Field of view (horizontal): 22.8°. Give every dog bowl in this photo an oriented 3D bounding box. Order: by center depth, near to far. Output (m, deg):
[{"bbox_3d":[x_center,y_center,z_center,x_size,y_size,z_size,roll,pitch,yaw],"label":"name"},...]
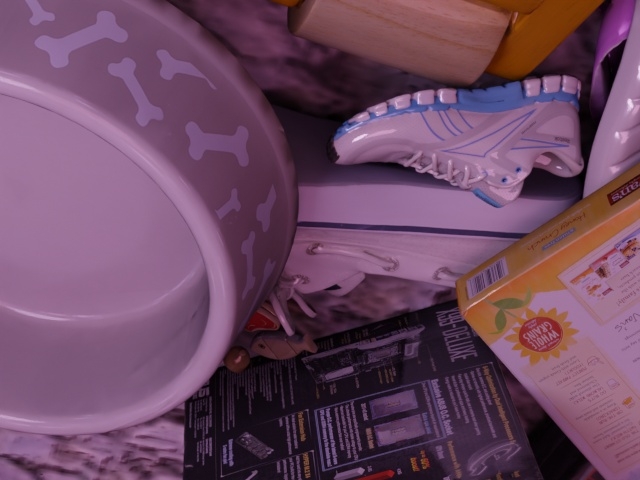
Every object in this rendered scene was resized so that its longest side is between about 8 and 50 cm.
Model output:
[{"bbox_3d":[-0.192,-0.013,1.014,0.348,0.102,0.349,7,132,8],"label":"dog bowl"}]

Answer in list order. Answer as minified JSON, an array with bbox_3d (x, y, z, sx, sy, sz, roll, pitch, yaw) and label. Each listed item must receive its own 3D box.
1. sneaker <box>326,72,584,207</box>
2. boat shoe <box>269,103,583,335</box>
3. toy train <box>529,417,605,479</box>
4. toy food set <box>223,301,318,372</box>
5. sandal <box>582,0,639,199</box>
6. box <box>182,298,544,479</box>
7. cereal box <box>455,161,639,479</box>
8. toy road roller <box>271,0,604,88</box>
[{"bbox_3d":[0.099,-0.060,1.074,0.190,0.071,0.083,-9,83,-17],"label":"sneaker"},{"bbox_3d":[0.000,-0.004,1.154,0.367,0.136,0.156,4,120,-19],"label":"boat shoe"},{"bbox_3d":[0.306,0.142,1.254,0.190,0.142,0.334,33,109,-10],"label":"toy train"},{"bbox_3d":[-0.068,0.071,1.197,0.122,0.019,0.078,-15,125,45],"label":"toy food set"},{"bbox_3d":[0.249,-0.159,1.105,0.169,0.102,0.416,-15,129,-31],"label":"sandal"},{"bbox_3d":[0.025,0.160,1.131,0.242,0.307,0.076,-16,111,2],"label":"box"},{"bbox_3d":[0.233,0.074,1.124,0.173,0.047,0.240,-33,117,17],"label":"cereal box"},{"bbox_3d":[0.101,-0.272,1.009,0.202,0.241,0.329,17,151,-14],"label":"toy road roller"}]
